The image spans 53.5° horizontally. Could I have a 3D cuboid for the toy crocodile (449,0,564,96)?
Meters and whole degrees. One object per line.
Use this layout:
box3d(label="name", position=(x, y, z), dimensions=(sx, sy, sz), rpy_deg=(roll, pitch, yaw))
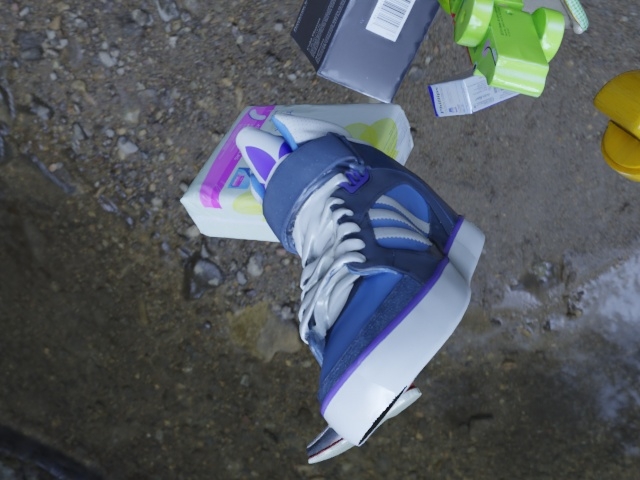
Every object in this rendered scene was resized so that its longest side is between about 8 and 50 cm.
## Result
box3d(label="toy crocodile", position=(0.214, -0.284, 0.809), dimensions=(0.115, 0.341, 0.105), rpy_deg=(7, 136, -11))

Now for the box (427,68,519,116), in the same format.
box3d(label="box", position=(0.314, -0.311, 1.309), dimensions=(0.126, 0.137, 0.072), rpy_deg=(-23, 106, -16))

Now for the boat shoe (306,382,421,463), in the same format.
box3d(label="boat shoe", position=(0.034, 0.164, 0.603), dimensions=(0.137, 0.049, 0.043), rpy_deg=(-43, 65, 21))

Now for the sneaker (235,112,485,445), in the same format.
box3d(label="sneaker", position=(0.000, -0.001, 0.524), dimensions=(0.236, 0.323, 0.130), rpy_deg=(35, 119, 7))

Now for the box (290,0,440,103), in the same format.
box3d(label="box", position=(0.105, -0.515, 1.321), dimensions=(0.179, 0.312, 0.343), rpy_deg=(16, 117, -24))

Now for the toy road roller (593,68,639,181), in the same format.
box3d(label="toy road roller", position=(0.669, -0.255, 1.173), dimensions=(0.240, 0.202, 0.329), rpy_deg=(24, 114, -32))

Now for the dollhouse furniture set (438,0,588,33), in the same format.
box3d(label="dollhouse furniture set", position=(0.298, -0.457, 0.986), dimensions=(0.197, 0.301, 0.151), rpy_deg=(38, 88, -39))

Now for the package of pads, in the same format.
box3d(label="package of pads", position=(-0.029, -0.106, 0.959), dimensions=(0.296, 0.229, 0.101), rpy_deg=(6, 141, 28))
